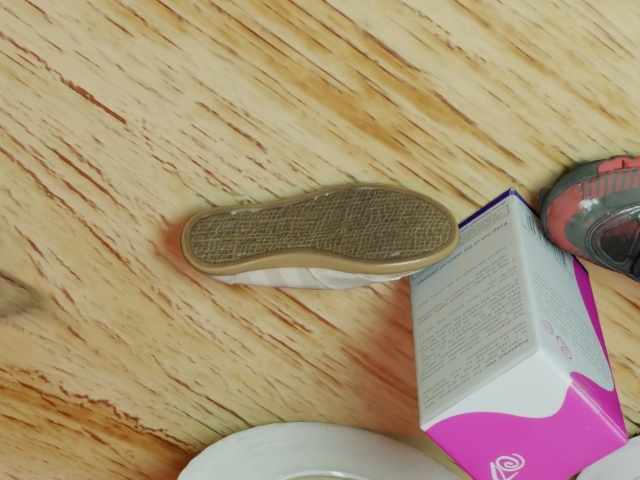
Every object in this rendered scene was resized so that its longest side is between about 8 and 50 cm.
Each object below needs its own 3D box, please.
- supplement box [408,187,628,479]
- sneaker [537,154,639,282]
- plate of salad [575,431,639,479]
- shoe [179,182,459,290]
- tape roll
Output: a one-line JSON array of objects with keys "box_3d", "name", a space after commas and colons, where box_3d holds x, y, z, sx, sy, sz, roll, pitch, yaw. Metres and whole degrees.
[{"box_3d": [0.145, 0.079, 1.173, 0.114, 0.220, 0.111, -36, 115, 19], "name": "supplement box"}, {"box_3d": [0.304, 0.011, 1.183, 0.276, 0.135, 0.098, 13, 122, -6], "name": "sneaker"}, {"box_3d": [0.320, 0.233, 1.368, 0.199, 0.048, 0.200, 5, 129, 6], "name": "plate of salad"}, {"box_3d": [0.000, 0.000, 1.224, 0.219, 0.077, 0.058, -2, 158, 2], "name": "shoe"}, {"box_3d": [0.009, 0.273, 1.255, 0.286, 0.286, 0.100, 10, 120, -6], "name": "tape roll"}]
